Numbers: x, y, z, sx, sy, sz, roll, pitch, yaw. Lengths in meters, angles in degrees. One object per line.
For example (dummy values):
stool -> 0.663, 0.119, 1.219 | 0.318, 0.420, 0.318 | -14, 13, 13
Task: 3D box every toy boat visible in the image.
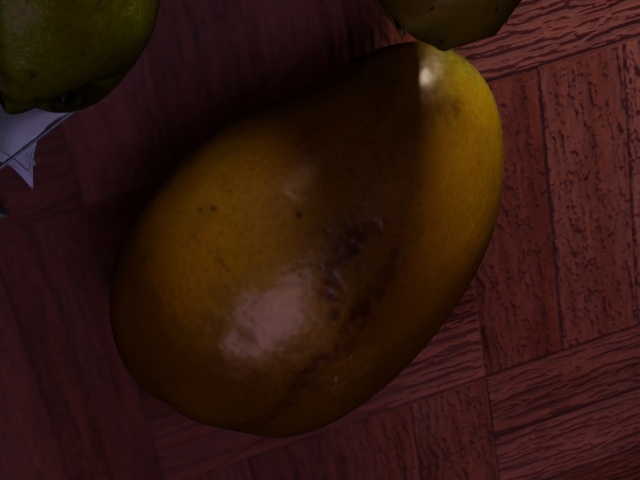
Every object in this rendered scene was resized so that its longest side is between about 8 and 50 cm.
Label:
toy boat -> -0.263, -0.078, 1.315 | 0.105, 0.034, 0.149 | 26, 110, -35

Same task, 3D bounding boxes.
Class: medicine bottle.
medicine bottle -> 0.070, -0.233, 1.212 | 0.124, 0.239, 0.124 | -9, 127, -12

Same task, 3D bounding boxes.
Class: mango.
mango -> 0.000, 0.000, 1.358 | 0.378, 0.221, 0.264 | -46, 122, 1

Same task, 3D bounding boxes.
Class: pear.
pear -> -0.188, -0.193, 1.141 | 0.164, 0.238, 0.255 | -24, 126, -12
